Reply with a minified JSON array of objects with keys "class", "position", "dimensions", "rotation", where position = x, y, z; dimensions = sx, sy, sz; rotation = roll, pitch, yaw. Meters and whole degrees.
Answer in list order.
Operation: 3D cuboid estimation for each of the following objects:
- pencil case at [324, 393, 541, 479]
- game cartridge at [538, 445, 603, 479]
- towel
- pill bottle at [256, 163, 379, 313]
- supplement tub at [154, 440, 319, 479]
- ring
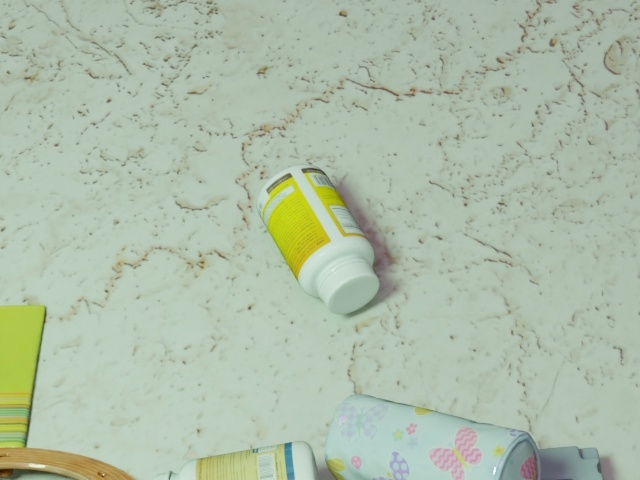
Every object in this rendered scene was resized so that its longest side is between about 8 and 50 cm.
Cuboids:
[{"class":"pencil case","position":[0.135,0.272,1.615],"dimensions":[0.273,0.113,0.124],"rotation":[7,76,37]},{"class":"game cartridge","position":[0.265,0.398,1.592],"dimensions":[0.196,0.060,0.294],"rotation":[-3,55,1]},{"class":"towel","position":[-0.456,0.195,1.853],"dimensions":[0.102,0.021,0.237],"rotation":[0,54,1]},{"class":"pill bottle","position":[0.000,0.000,1.865],"dimensions":[0.117,0.117,0.215],"rotation":[-25,56,-9]},{"class":"supplement tub","position":[-0.098,0.336,1.627],"dimensions":[0.200,0.144,0.144],"rotation":[-10,55,1]},{"class":"ring","position":[-0.382,0.333,1.618],"dimensions":[0.337,0.032,0.336],"rotation":[6,11,-1]}]
